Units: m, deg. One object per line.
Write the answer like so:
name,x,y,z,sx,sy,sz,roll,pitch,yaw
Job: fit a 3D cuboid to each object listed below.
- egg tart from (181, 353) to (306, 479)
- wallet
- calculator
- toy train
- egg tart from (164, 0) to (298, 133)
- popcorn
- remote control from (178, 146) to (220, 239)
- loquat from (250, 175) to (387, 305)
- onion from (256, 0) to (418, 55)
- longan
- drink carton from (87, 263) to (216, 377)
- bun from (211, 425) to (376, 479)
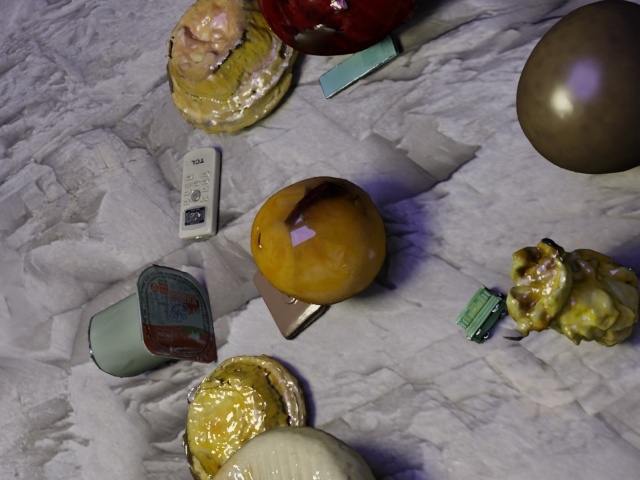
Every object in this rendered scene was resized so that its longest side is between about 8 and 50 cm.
egg tart,-0.161,0.331,1.809,0.291,0.107,0.290,-11,70,31
wallet,-0.058,0.094,1.851,0.118,0.039,0.152,-44,55,19
calculator,0.072,-0.331,1.898,0.172,0.018,0.057,-30,60,24
toy train,0.263,0.119,1.624,0.093,0.038,0.056,-54,48,10
egg tart,-0.197,-0.389,2.025,0.352,0.150,0.351,-11,68,29
popcorn,0.368,0.087,1.462,0.168,0.195,0.173,46,110,36
remote control,-0.246,-0.098,2.042,0.088,0.029,0.190,-8,72,32
loquat,0.000,0.000,1.721,0.235,0.235,0.235,-11,71,32
onion,0.029,-0.483,1.787,0.341,0.341,0.341,-11,71,32
longan,0.415,-0.224,1.494,0.258,0.258,0.258,-11,71,32
drink carton,-0.332,0.169,1.946,0.190,0.185,0.191,-29,63,37
bun,-0.032,0.482,1.607,0.365,0.219,0.365,-18,58,31
